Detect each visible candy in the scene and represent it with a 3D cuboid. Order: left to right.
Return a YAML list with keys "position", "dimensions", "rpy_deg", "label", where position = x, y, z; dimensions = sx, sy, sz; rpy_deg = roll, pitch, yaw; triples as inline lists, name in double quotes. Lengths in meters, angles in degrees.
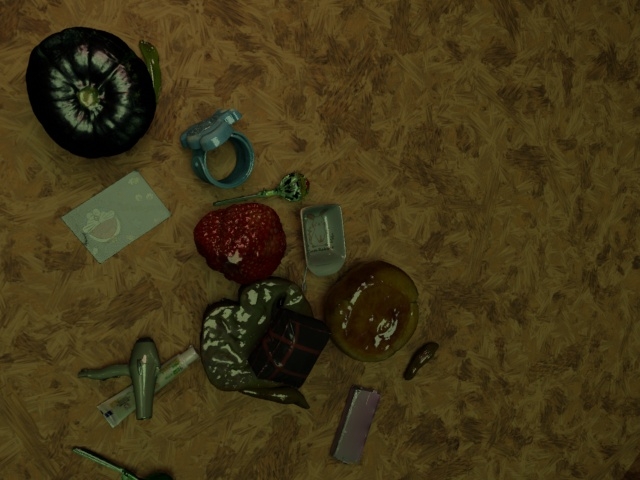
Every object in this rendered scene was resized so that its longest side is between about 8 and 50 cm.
- position: [-0.582, 0.686, 1.308]
  dimensions: [0.323, 0.097, 0.097]
  rpy_deg: [33, 83, -10]
  label: "candy"
- position: [-0.183, -0.149, 1.382]
  dimensions: [0.305, 0.083, 0.091]
  rpy_deg: [-11, 61, -9]
  label: "candy"

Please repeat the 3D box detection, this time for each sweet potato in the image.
- position: [-0.141, 0.501, 1.443]
  dimensions: [0.249, 0.069, 0.059]
  rpy_deg: [17, 49, -20]
  label: "sweet potato"
- position: [0.366, 0.439, 1.622]
  dimensions: [0.182, 0.054, 0.053]
  rpy_deg: [-45, 98, -8]
  label: "sweet potato"

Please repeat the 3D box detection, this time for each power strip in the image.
- position: [0.124, 0.648, 1.561]
  dimensions: [0.109, 0.037, 0.279]
  rpy_deg: [19, 88, -19]
  label: "power strip"

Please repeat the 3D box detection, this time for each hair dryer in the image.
- position: [-0.547, 0.414, 1.249]
  dimensions: [0.225, 0.088, 0.219]
  rpy_deg: [-27, 67, -13]
  label: "hair dryer"

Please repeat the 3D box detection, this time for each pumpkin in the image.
- position: [-0.578, -0.375, 1.133]
  dimensions: [0.315, 0.238, 0.315]
  rpy_deg: [-4, 111, -9]
  label: "pumpkin"

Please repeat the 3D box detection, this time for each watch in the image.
- position: [-0.282, -0.256, 1.284]
  dimensions: [0.211, 0.211, 0.193]
  rpy_deg: [-37, 126, -13]
  label: "watch"

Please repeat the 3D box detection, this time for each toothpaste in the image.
- position: [-0.503, 0.427, 1.318]
  dimensions: [0.314, 0.058, 0.056]
  rpy_deg: [-35, 141, -10]
  label: "toothpaste"

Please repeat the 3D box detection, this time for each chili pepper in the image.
- position: [-0.479, -0.466, 1.255]
  dimensions: [0.052, 0.050, 0.201]
  rpy_deg: [-4, 95, -56]
  label: "chili pepper"

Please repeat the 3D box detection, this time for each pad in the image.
- position: [-0.582, -0.071, 1.272]
  dimensions: [0.245, 0.006, 0.170]
  rpy_deg: [-37, 105, -12]
  label: "pad"

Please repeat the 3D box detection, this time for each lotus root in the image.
- position: [-0.190, 0.305, 1.392]
  dimensions: [0.390, 0.111, 0.375]
  rpy_deg: [-45, 111, -12]
  label: "lotus root"

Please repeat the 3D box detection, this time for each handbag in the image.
- position: [-0.095, 0.310, 1.293]
  dimensions: [0.169, 0.155, 0.215]
  rpy_deg: [29, 92, -36]
  label: "handbag"

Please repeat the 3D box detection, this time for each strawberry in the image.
- position: [-0.222, 0.019, 1.258]
  dimensions: [0.250, 0.288, 0.238]
  rpy_deg: [-21, 112, 4]
  label: "strawberry"

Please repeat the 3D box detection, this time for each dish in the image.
- position: [0.000, 0.000, 1.442]
  dimensions: [0.154, 0.064, 0.234]
  rpy_deg: [-10, 97, -29]
  label: "dish"

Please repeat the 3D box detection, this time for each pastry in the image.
- position: [0.175, 0.236, 1.485]
  dimensions: [0.356, 0.164, 0.356]
  rpy_deg: [-4, 99, -24]
  label: "pastry"

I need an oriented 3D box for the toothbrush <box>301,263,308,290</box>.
- position: [-0.043, 0.084, 1.468]
  dimensions: [0.011, 0.014, 0.167]
  rpy_deg: [9, 91, -37]
  label: "toothbrush"
